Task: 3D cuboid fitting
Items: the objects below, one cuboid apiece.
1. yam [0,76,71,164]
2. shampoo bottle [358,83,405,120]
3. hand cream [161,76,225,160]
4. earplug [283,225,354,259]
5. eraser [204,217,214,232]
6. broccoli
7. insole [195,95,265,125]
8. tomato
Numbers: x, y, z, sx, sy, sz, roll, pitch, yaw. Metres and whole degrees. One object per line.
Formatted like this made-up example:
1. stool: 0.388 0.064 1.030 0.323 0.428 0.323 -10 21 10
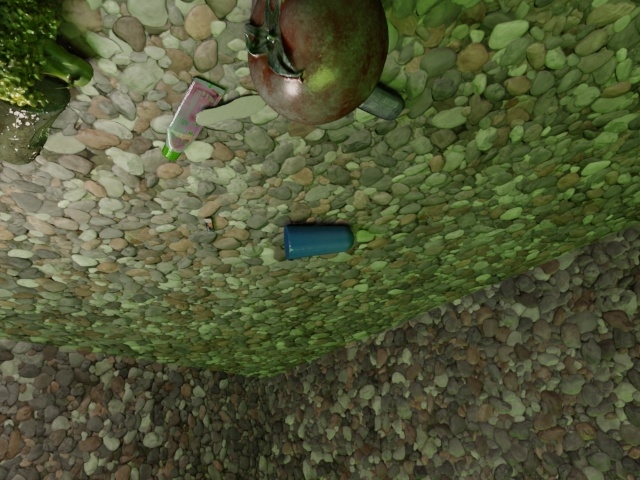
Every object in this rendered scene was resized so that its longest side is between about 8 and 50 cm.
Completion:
1. yam: -0.735 -0.300 1.094 0.154 0.153 0.255 23 140 -40
2. shampoo bottle: 0.122 -0.396 1.216 0.234 0.049 0.087 14 144 -31
3. hand cream: -0.364 -0.329 1.228 0.079 0.050 0.275 -11 154 -49
4. earplug: 0.000 0.000 1.752 0.273 0.132 0.132 -4 148 -13
5. eraser: -0.413 -0.055 1.664 0.027 0.019 0.099 -4 147 -7
6. broccoli: -0.591 -0.377 0.911 0.273 0.180 0.242 21 102 -45
7. insole: -0.243 -0.352 1.216 0.197 0.004 0.065 -18 146 -3
8. tomato: -0.013 -0.404 0.937 0.283 0.316 0.316 -4 151 -35
